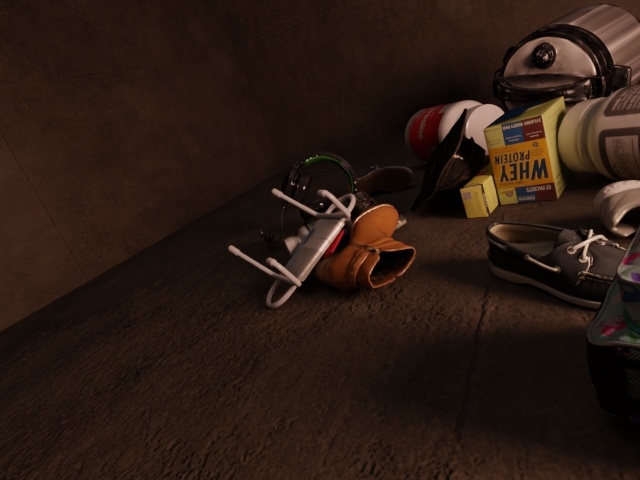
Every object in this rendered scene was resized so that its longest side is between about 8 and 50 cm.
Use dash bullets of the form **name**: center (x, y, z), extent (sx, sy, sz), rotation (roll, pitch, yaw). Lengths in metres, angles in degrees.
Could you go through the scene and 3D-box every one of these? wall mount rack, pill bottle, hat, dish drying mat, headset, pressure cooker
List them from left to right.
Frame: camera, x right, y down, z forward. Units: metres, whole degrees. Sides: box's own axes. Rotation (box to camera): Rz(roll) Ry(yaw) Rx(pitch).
- **wall mount rack**: center (-0.081, -0.015, 1.044), extent (0.350, 0.130, 0.304), rotation (-54, 25, -14)
- **headset**: center (-0.049, -0.132, 1.475), extent (0.394, 0.243, 0.185), rotation (-43, -4, -10)
- **pill bottle**: center (0.000, 0.000, 1.147), extent (0.187, 0.112, 0.112), rotation (-24, 17, -8)
- **dish drying mat**: center (0.032, 0.008, 0.987), extent (0.032, 0.008, 0.083), rotation (-33, 17, 43)
- **pill bottle**: center (0.518, -0.418, 1.620), extent (0.229, 0.229, 0.408), rotation (-25, 17, -11)
- **hat**: center (0.392, -0.206, 1.208), extent (0.134, 0.331, 0.331), rotation (23, 24, 2)
- **pressure cooker**: center (0.832, -0.568, 1.425), extent (0.420, 0.375, 0.370), rotation (-33, -9, -26)
- **pill bottle**: center (0.690, -0.217, 0.829), extent (0.204, 0.204, 0.361), rotation (-26, 18, -14)

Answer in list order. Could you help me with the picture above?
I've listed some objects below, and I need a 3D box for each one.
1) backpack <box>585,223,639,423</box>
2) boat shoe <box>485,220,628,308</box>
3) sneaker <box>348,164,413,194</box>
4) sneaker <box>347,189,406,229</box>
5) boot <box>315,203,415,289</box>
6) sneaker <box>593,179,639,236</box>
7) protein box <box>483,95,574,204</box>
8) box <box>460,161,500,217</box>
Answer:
- **backpack**: center (0.394, 0.069, 0.352), extent (0.225, 0.191, 0.254), rotation (-33, 25, -36)
- **boat shoe**: center (0.378, 0.026, 0.641), extent (0.114, 0.091, 0.303), rotation (-29, 18, -24)
- **sneaker**: center (0.257, -0.253, 1.651), extent (0.282, 0.099, 0.153), rotation (-10, 21, 41)
- **sneaker**: center (0.150, -0.087, 1.222), extent (0.083, 0.118, 0.222), rotation (-30, 19, -28)
- **boot**: center (0.132, 0.007, 0.940), extent (0.283, 0.109, 0.220), rotation (-36, 15, -25)
- **sneaker**: center (0.598, -0.059, 0.667), extent (0.263, 0.099, 0.121), rotation (-19, 23, 36)
- **protein box**: center (0.530, -0.224, 1.047), extent (0.136, 0.201, 0.200), rotation (-4, 24, 45)
- **box**: center (0.450, -0.145, 1.101), extent (0.058, 0.087, 0.232), rotation (-4, 25, 46)
